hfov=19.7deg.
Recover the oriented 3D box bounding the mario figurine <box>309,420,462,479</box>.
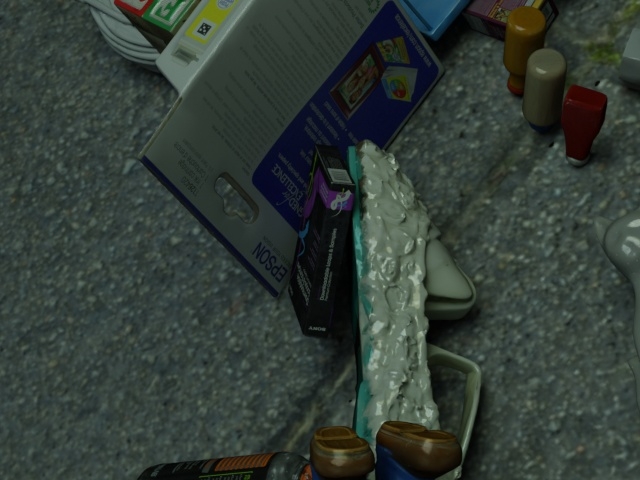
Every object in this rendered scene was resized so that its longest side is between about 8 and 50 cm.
[{"bbox_3d":[0.063,0.323,1.557,0.198,0.170,0.320,2,100,10],"label":"mario figurine"}]

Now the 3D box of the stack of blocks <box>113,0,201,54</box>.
[{"bbox_3d":[-0.060,-0.212,1.867,0.087,0.297,0.171,29,79,36],"label":"stack of blocks"}]

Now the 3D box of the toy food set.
[{"bbox_3d":[0.282,-0.137,1.812,0.232,0.104,0.111,17,57,12],"label":"toy food set"}]

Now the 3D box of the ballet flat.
[{"bbox_3d":[0.085,0.100,1.758,0.147,0.147,0.409,-9,64,20],"label":"ballet flat"}]

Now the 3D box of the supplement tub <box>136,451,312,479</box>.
[{"bbox_3d":[-0.074,0.261,1.733,0.190,0.117,0.117,-8,61,22],"label":"supplement tub"}]

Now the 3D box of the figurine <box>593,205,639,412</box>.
[{"bbox_3d":[0.353,0.039,1.626,0.215,0.092,0.209,-20,74,25],"label":"figurine"}]

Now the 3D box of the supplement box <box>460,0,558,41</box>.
[{"bbox_3d":[0.196,-0.239,1.917,0.083,0.043,0.055,26,77,33],"label":"supplement box"}]

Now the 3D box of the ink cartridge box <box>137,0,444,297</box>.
[{"bbox_3d":[-0.036,-0.140,1.814,0.072,0.303,0.307,32,80,36],"label":"ink cartridge box"}]

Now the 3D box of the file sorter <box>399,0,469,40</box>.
[{"bbox_3d":[0.083,-0.304,1.941,0.118,0.104,0.170,-51,38,-6],"label":"file sorter"}]

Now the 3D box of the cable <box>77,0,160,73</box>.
[{"bbox_3d":[-0.138,-0.301,2.080,0.257,0.089,0.257,-41,56,-1],"label":"cable"}]

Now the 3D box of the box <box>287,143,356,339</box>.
[{"bbox_3d":[0.000,0.000,1.803,0.029,0.162,0.116,5,20,-11],"label":"box"}]
